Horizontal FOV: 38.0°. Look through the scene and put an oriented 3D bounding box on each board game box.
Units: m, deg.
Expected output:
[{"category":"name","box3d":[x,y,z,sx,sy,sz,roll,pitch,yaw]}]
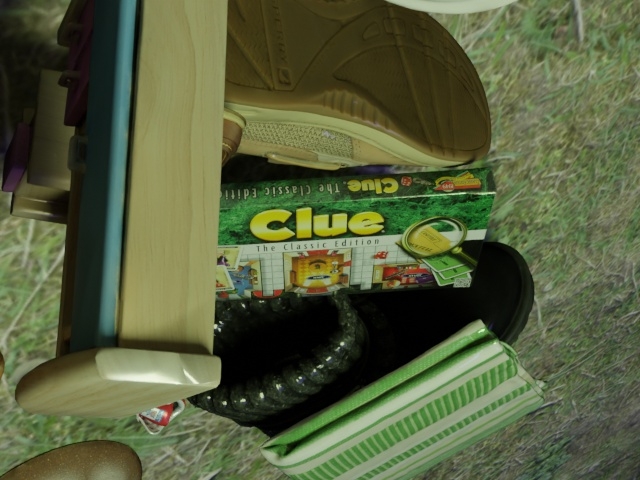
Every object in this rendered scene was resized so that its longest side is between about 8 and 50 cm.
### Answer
[{"category":"board game box","box3d":[0.000,0.000,0.736,0.260,0.030,0.136,-4,143,-3]}]

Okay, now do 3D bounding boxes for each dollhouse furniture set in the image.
[{"category":"dollhouse furniture set","box3d":[-0.219,-0.035,0.389,0.303,0.198,0.286,9,162,-24]}]

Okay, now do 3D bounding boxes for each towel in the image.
[{"category":"towel","box3d":[0.101,0.180,0.931,0.248,0.038,0.325,-32,154,9]}]

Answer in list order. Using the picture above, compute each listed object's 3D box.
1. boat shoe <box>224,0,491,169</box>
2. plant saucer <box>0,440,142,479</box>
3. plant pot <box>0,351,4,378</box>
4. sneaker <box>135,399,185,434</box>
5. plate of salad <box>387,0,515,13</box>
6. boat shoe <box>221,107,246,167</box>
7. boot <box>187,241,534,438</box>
[{"category":"boat shoe","box3d":[-0.006,-0.112,0.670,0.341,0.121,0.110,8,161,-43]},{"category":"plant saucer","box3d":[-0.256,0.276,0.900,0.199,0.036,0.198,-25,142,-22]},{"category":"plant pot","box3d":[-0.301,0.085,0.454,0.203,0.291,0.291,-54,147,-7]},{"category":"sneaker","box3d":[-0.171,0.136,0.801,0.118,0.067,0.042,-3,130,-43]},{"category":"plate of salad","box3d":[0.058,-0.217,0.556,0.048,0.200,0.200,-65,155,-26]},{"category":"boat shoe","box3d":[-0.098,-0.041,0.570,0.064,0.060,0.178,14,164,-29]},{"category":"boot","box3d":[0.051,0.081,0.903,0.348,0.131,0.260,-39,146,-4]}]
